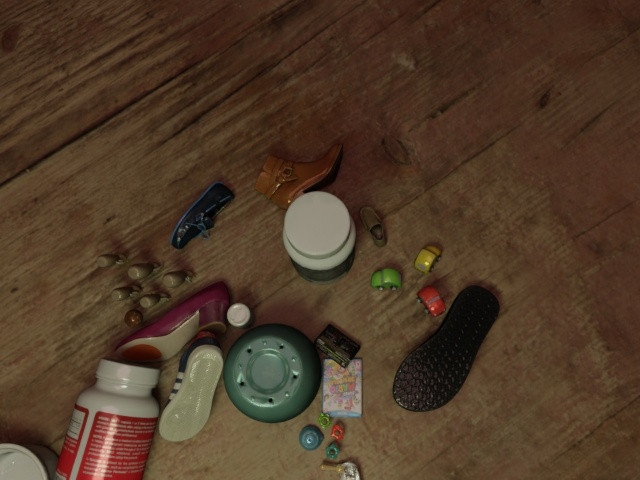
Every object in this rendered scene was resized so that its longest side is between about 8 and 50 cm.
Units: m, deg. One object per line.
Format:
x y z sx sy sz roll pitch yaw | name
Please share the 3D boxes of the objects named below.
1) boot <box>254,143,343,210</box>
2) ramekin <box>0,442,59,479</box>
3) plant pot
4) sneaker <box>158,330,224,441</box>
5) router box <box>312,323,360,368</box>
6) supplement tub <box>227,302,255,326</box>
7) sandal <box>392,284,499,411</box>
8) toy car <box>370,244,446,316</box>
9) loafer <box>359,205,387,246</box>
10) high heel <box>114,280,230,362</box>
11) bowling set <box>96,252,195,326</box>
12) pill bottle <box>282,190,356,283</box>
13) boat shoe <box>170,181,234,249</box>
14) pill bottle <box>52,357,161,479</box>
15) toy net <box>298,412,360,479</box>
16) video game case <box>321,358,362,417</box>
-0.067 -0.229 1.697 0.220 0.109 0.284 27 86 13 | boot
-0.865 0.713 1.465 0.276 0.135 0.278 -1 75 4 | ramekin
-0.138 0.367 1.457 0.292 0.235 0.293 0 75 -1 | plant pot
-0.372 0.421 1.515 0.131 0.148 0.350 21 108 -23 | sneaker
0.050 0.313 1.543 0.122 0.092 0.038 35 116 12 | router box
-0.239 0.230 1.573 0.070 0.107 0.071 0 76 2 | supplement tub
0.376 0.328 1.530 0.167 0.107 0.446 40 68 13 | sandal
0.264 0.115 1.584 0.224 0.053 0.239 -2 59 11 | toy car
0.171 -0.051 1.653 0.056 0.050 0.148 -28 76 -4 | loafer
-0.452 0.253 1.606 0.376 0.127 0.181 -16 41 6 | high heel
-0.558 0.155 1.611 0.286 0.154 0.200 18 96 6 | bowling set
0.000 0.000 1.489 0.204 0.361 0.205 -1 76 3 | pill bottle
-0.375 -0.073 1.661 0.089 0.109 0.258 34 82 7 | boat shoe
-0.585 0.547 1.448 0.228 0.229 0.408 11 76 6 | pill bottle
0.045 0.616 1.493 0.122 0.045 0.232 -41 79 -9 | toy net
0.064 0.439 1.550 0.119 0.015 0.167 0 76 3 | video game case
